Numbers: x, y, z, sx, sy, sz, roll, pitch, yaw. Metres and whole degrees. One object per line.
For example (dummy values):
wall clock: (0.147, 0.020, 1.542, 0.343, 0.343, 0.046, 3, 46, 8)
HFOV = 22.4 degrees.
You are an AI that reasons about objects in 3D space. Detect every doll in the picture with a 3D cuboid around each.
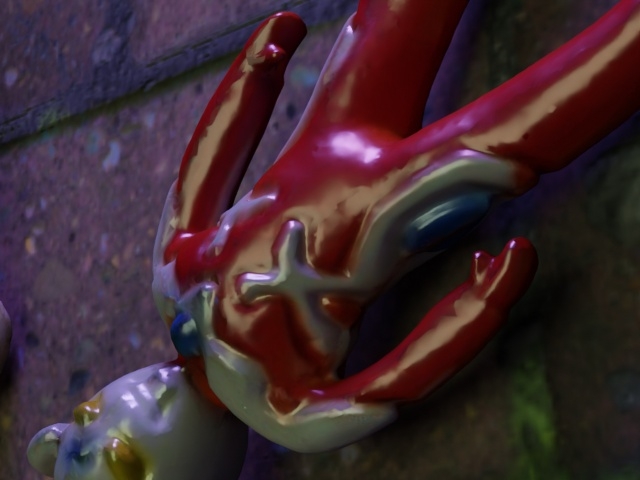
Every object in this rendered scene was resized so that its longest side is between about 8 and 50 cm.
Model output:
doll: (0.000, 0.000, 0.690, 0.384, 0.099, 0.188, -54, 50, 15)

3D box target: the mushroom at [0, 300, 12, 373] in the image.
mushroom: (-0.209, 0.053, 0.885, 0.083, 0.067, 0.083, 5, 109, 17)
